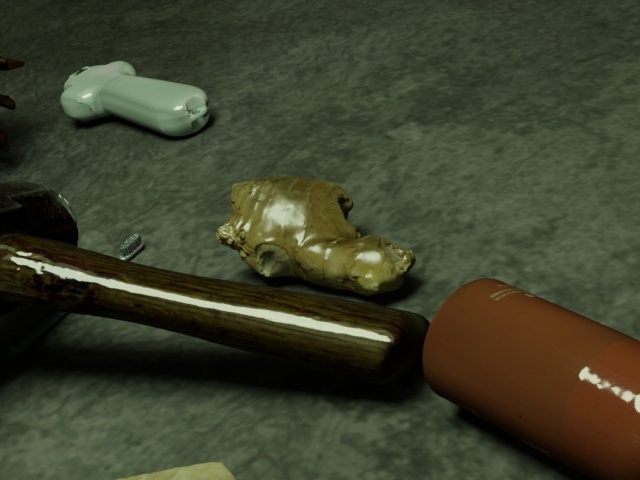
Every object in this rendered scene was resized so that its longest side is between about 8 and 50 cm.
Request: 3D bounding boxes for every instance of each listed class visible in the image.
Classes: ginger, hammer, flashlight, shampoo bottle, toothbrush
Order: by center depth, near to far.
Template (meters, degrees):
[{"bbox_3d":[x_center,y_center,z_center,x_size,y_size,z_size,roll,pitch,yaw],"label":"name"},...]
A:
[{"bbox_3d":[0.162,0.095,0.670,0.085,0.085,0.244,-31,35,-25],"label":"shampoo bottle"},{"bbox_3d":[-0.127,0.041,0.839,0.408,0.095,0.242,13,8,16],"label":"hammer"},{"bbox_3d":[0.004,-0.005,0.931,0.165,0.067,0.096,20,43,27],"label":"ginger"},{"bbox_3d":[-0.197,0.043,0.990,0.011,0.014,0.167,16,42,29],"label":"toothbrush"},{"bbox_3d":[-0.190,-0.144,1.273,0.200,0.048,0.093,18,44,40],"label":"flashlight"}]

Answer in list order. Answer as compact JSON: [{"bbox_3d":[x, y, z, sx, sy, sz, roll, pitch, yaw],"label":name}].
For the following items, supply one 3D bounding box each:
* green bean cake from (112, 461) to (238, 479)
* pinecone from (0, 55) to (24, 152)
[{"bbox_3d":[-0.113,0.187,0.614,0.179,0.109,0.085,-11,30,8],"label":"green bean cake"},{"bbox_3d":[-0.413,-0.130,1.206,0.228,0.201,0.202,3,-14,-44],"label":"pinecone"}]
